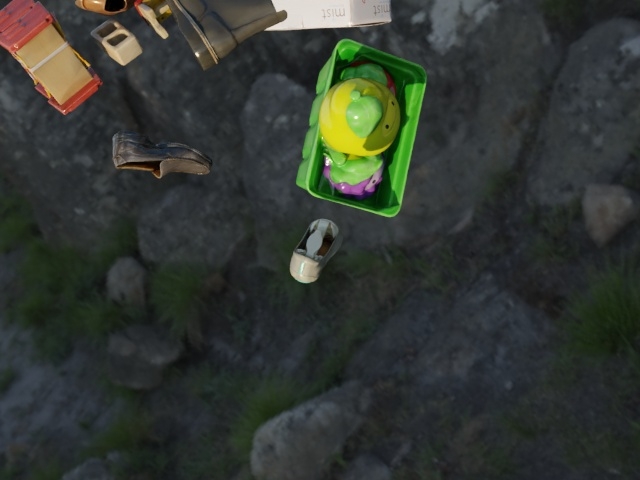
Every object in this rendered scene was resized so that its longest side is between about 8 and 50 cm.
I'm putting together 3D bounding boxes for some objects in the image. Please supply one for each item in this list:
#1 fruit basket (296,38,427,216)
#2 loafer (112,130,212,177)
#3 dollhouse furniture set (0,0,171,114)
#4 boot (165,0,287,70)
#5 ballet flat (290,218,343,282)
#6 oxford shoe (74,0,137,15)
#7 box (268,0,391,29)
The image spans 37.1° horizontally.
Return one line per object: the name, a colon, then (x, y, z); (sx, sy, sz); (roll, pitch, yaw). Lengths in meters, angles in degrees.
fruit basket: (0.101, -0.256, 2.121); (0.392, 0.283, 0.392); (-42, 41, 50)
loafer: (-0.262, -0.129, 1.577); (0.062, 0.170, 0.061); (131, 145, -57)
dollhouse furniture set: (-0.468, -0.460, 1.961); (0.374, 0.201, 0.152); (-41, 49, -10)
boot: (-0.140, -0.333, 1.331); (0.137, 0.077, 0.198); (-29, 61, -2)
ballet flat: (0.000, 0.000, 1.762); (0.072, 0.068, 0.213); (16, 34, 8)
oxford shoe: (-0.428, -0.498, 1.993); (0.212, 0.076, 0.076); (-45, -28, -67)
box: (-0.017, -0.491, 1.680); (0.262, 0.231, 0.127); (8, 19, 40)
